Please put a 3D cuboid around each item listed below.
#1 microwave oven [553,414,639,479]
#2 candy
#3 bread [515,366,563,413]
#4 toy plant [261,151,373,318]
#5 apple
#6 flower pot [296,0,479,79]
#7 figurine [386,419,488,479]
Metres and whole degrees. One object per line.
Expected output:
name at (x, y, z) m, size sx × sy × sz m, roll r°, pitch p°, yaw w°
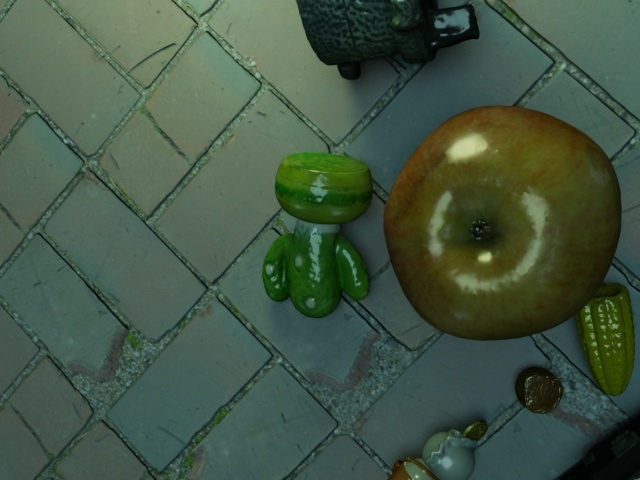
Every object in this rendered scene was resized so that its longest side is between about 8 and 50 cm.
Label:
microwave oven at (0.574, 0.456, 1.023) m, size 0.295 × 0.181 × 0.237 m, roll -43°, pitch 84°, yaw 12°
candy at (0.512, 0.179, 1.068) m, size 0.094 × 0.106 × 0.198 m, roll -10°, pitch 95°, yaw 31°
bread at (0.406, 0.279, 1.120) m, size 0.085 × 0.053 × 0.085 m, roll 0°, pitch 94°, yaw 1°
toy plant at (0.000, 0.000, 1.165) m, size 0.224 × 0.184 × 0.315 m, roll 14°, pitch 111°, yaw 17°
apple at (0.289, -0.026, 0.988) m, size 0.392 × 0.346 × 0.391 m, roll 1°, pitch 95°, yaw 19°
flower pot at (0.119, -0.432, 1.037) m, size 0.283 × 0.299 × 0.299 m, roll -6°, pitch 91°, yaw 18°
figurine at (0.221, 0.448, 1.130) m, size 0.271 × 0.143 × 0.143 m, roll -40°, pitch 83°, yaw 13°
